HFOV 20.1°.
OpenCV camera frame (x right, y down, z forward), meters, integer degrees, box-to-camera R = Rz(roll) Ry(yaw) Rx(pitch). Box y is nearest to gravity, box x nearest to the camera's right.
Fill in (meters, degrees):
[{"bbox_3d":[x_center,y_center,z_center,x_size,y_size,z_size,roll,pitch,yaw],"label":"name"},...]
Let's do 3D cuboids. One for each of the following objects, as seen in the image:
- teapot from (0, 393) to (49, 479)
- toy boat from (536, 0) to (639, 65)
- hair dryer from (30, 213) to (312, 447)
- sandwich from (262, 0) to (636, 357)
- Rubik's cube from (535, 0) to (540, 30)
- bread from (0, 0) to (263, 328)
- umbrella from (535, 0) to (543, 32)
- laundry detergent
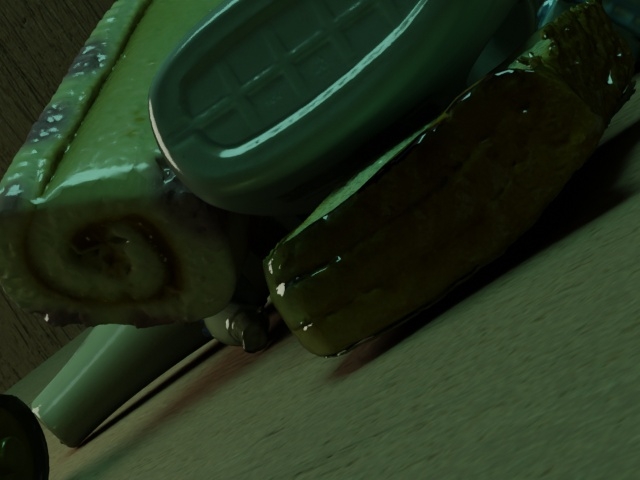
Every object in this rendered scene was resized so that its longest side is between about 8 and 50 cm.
[{"bbox_3d":[-0.280,0.188,1.358,0.119,0.130,0.166,-16,46,27],"label":"teapot"},{"bbox_3d":[0.233,-0.208,1.465,0.133,0.145,0.332,-63,0,8],"label":"toy boat"},{"bbox_3d":[-0.135,0.085,1.497,0.296,0.119,0.298,-41,15,21],"label":"hair dryer"},{"bbox_3d":[0.083,-0.037,1.060,0.226,0.087,0.251,-35,2,21],"label":"sandwich"},{"bbox_3d":[0.059,-0.208,1.631,0.224,0.213,0.265,-45,-29,-17],"label":"Rubik's cube"},{"bbox_3d":[-0.118,-0.077,1.434,0.187,0.155,0.338,-6,36,19],"label":"bread"},{"bbox_3d":[0.123,-0.152,1.780,0.326,0.090,0.094,-25,-23,15],"label":"umbrella"},{"bbox_3d":[0.059,-0.109,1.322,0.264,0.125,0.398,-36,-16,14],"label":"laundry detergent"}]
